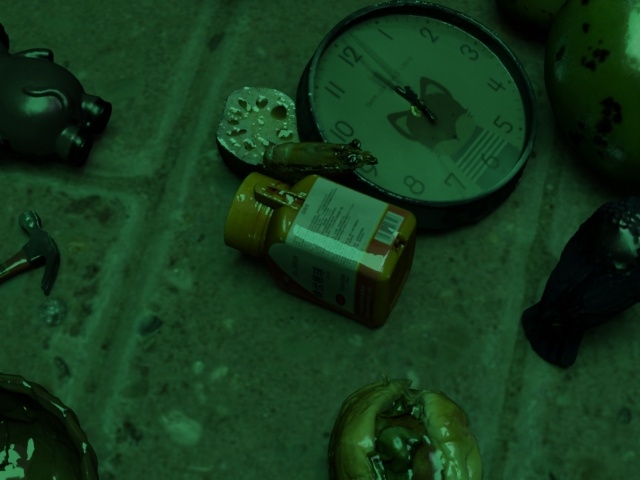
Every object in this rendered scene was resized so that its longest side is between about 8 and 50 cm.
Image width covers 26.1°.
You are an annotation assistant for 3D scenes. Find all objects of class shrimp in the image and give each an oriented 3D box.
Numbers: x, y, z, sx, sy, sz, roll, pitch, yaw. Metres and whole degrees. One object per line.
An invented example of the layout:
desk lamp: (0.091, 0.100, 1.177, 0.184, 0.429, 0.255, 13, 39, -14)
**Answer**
shrimp: (0.001, -0.097, 1.719, 0.184, 0.091, 0.043, -8, 53, 48)

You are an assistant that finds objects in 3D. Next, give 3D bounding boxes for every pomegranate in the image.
pomegranate: (0.341, -0.371, 1.899, 0.210, 0.179, 0.179, 8, 63, 4)
pomegranate: (0.420, -0.208, 1.739, 0.290, 0.323, 0.291, 0, 99, 1)

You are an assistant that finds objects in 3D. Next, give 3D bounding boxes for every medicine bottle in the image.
medicine bottle: (0.000, 0.001, 1.722, 0.222, 0.149, 0.112, 22, 62, 12)

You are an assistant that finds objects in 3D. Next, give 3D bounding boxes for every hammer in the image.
hammer: (-0.463, 0.072, 1.756, 0.287, 0.033, 0.111, -30, 65, -14)

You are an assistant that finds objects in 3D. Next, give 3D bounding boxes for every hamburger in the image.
hamburger: (0.097, 0.277, 1.548, 0.162, 0.209, 0.330, -9, 61, -4)

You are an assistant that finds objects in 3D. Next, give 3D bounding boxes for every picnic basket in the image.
picnic basket: (-0.406, 0.281, 1.489, 0.293, 0.337, 0.337, 41, 70, 19)

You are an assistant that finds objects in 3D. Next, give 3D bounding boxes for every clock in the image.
clock: (0.130, -0.170, 1.822, 0.325, 0.067, 0.325, 5, 64, -10)

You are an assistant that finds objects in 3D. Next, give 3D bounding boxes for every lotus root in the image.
lotus root: (-0.077, -0.136, 1.834, 0.112, 0.081, 0.122, 13, 63, 5)

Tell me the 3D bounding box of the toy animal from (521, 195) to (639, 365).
toy animal: (0.366, 0.025, 1.691, 0.298, 0.185, 0.122, -40, 72, 2)

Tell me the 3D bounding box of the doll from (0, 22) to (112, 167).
doll: (-0.411, -0.193, 1.846, 0.257, 0.117, 0.182, 21, 63, 10)
